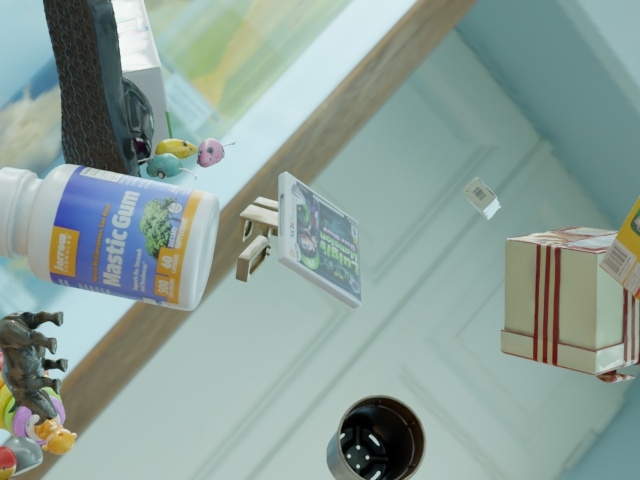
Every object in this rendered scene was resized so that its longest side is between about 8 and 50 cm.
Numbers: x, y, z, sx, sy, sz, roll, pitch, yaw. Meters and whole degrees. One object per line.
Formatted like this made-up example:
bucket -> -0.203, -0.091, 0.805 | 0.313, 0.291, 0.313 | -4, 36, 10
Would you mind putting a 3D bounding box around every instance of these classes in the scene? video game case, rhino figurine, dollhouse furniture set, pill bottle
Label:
video game case -> 0.000, 0.000, 1.960 | 0.022, 0.173, 0.190 | -26, -43, 32
rhino figurine -> -0.471, 0.212, 1.951 | 0.106, 0.073, 0.243 | 8, -54, 4
dollhouse furniture set -> -0.083, 0.009, 2.308 | 0.123, 0.144, 0.151 | 16, -64, 12
pill bottle -> -0.273, -0.011, 1.489 | 0.272, 0.152, 0.152 | 11, -16, 1

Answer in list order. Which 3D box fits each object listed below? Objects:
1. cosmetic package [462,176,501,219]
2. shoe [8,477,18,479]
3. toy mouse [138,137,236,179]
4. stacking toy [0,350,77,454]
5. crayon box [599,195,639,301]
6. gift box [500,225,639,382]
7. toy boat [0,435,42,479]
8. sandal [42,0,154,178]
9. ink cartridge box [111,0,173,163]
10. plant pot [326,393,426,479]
cosmetic package -> 0.315, -0.081, 2.328 | 0.060, 0.041, 0.115 | 47, 4, 14
shoe -> -0.462, 0.433, 1.869 | 0.178, 0.063, 0.081 | 34, 33, -10
toy mouse -> -0.195, -0.121, 1.728 | 0.143, 0.161, 0.031 | -124, -158, -66
stacking toy -> -0.548, 0.323, 2.275 | 0.302, 0.175, 0.166 | 32, -49, 43
crayon box -> 0.505, -0.020, 1.585 | 0.165, 0.081, 0.278 | 46, -43, 26
gift box -> 0.514, 0.120, 2.234 | 0.255, 0.276, 0.258 | 13, -74, 54
toy boat -> -0.600, 0.313, 1.895 | 0.318, 0.267, 0.148 | 16, 8, 23
sandal -> -0.307, -0.201, 1.773 | 0.167, 0.107, 0.446 | 33, -42, 34
ink cartridge box -> -0.355, -0.299, 2.226 | 0.278, 0.117, 0.201 | -111, -167, -49
plant pot -> 0.089, 0.384, 2.195 | 0.167, 0.167, 0.165 | 41, -26, 3
